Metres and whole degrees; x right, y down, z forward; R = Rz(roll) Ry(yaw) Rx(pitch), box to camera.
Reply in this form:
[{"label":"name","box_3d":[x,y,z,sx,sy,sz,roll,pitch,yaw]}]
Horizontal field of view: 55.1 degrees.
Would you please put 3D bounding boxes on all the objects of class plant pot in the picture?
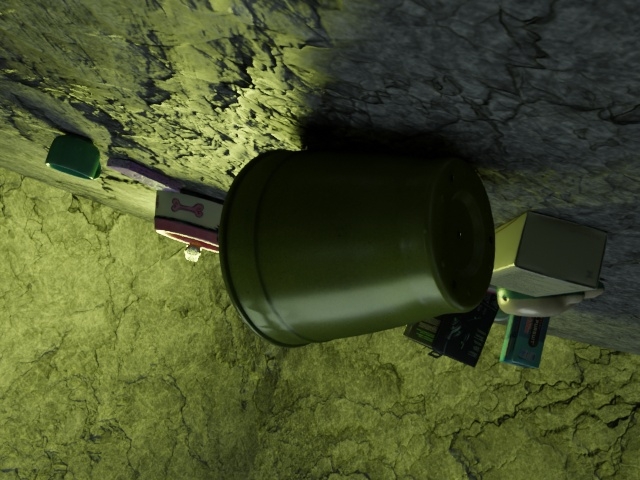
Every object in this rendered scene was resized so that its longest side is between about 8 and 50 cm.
[{"label":"plant pot","box_3d":[0.086,0.000,1.029,0.353,0.366,0.366,-6,160,37]}]

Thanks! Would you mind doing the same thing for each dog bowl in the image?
[{"label":"dog bowl","box_3d":[-0.411,-0.056,2.207,0.408,0.150,0.408,16,172,2]}]

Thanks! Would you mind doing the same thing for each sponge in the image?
[{"label":"sponge","box_3d":[-0.542,-0.199,1.889,0.117,0.031,0.210,10,171,36]}]

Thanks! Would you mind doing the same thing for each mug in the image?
[{"label":"mug","box_3d":[-0.674,-0.232,1.688,0.129,0.097,0.158,17,173,-11]}]

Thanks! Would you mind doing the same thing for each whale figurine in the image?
[{"label":"whale figurine","box_3d":[0.570,0.107,1.529,0.272,0.141,0.216,-7,180,-19]}]

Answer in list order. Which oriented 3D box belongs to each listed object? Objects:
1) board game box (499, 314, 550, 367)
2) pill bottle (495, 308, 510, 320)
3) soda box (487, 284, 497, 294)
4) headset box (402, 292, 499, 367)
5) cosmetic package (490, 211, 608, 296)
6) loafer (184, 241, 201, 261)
[{"label":"board game box","box_3d":[0.633,0.258,1.883,0.079,0.254,0.336,14,172,12]},{"label":"pill bottle","box_3d":[0.607,0.227,2.209,0.124,0.124,0.221,16,173,-1]},{"label":"soda box","box_3d":[0.501,0.107,1.716,0.263,0.083,0.092,15,172,13]},{"label":"headset box","box_3d":[0.418,0.239,1.921,0.246,0.283,0.131,28,173,-39]},{"label":"cosmetic package","box_3d":[0.436,0.038,1.258,0.160,0.113,0.309,16,172,1]},{"label":"loafer","box_3d":[-0.454,0.031,2.185,0.056,0.050,0.148,15,157,-14]}]
